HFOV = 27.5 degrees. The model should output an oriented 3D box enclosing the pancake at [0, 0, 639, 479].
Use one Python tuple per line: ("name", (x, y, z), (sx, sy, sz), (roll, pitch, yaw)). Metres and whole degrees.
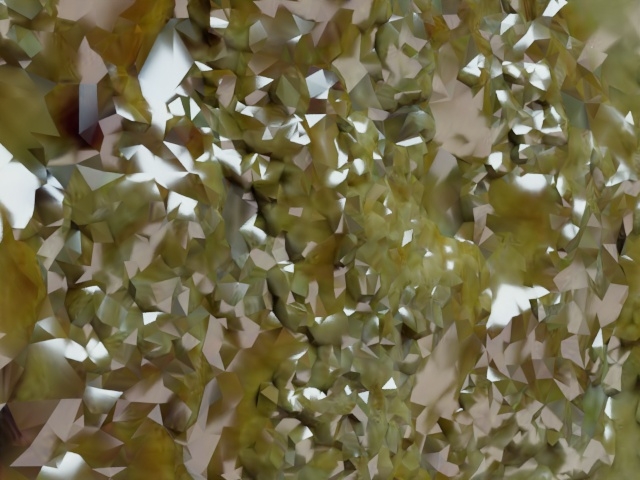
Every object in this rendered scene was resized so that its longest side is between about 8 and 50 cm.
("pancake", (-0.001, 0.000, 0.357), (0.382, 0.071, 0.382), (-1, 92, -37))
